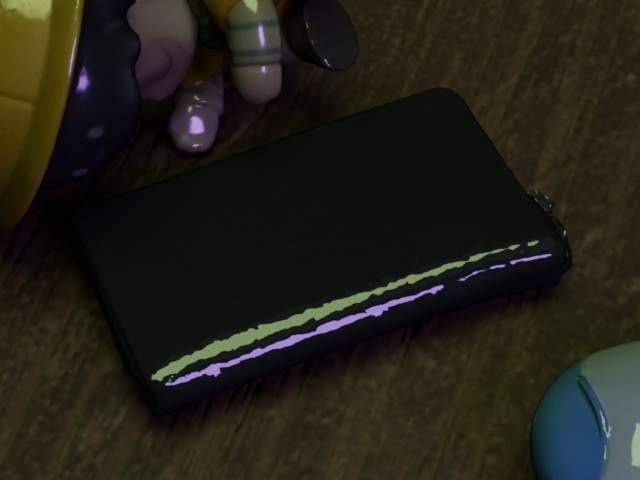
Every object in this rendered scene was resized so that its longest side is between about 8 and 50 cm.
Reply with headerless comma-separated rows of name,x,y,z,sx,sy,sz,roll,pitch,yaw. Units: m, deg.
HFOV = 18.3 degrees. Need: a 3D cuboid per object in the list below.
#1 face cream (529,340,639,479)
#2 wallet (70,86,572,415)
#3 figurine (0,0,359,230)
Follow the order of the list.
face cream,0.232,0.106,0.952,0.264,0.083,0.149,5,48,4
wallet,0.000,0.000,1.058,0.250,0.044,0.149,-20,51,-14
figurine,-0.114,-0.117,1.055,0.256,0.192,0.167,-24,72,-29
